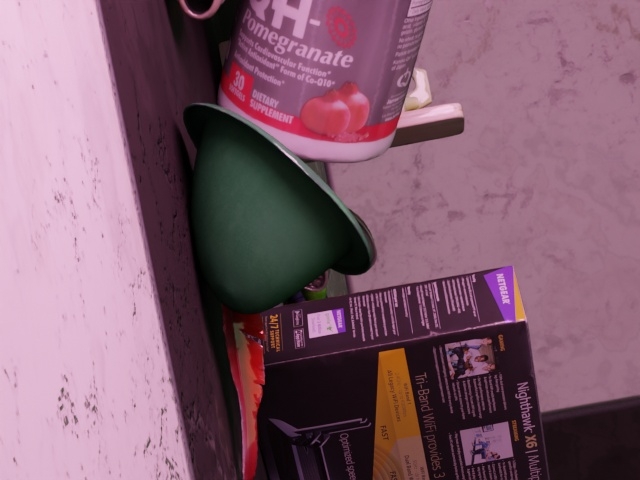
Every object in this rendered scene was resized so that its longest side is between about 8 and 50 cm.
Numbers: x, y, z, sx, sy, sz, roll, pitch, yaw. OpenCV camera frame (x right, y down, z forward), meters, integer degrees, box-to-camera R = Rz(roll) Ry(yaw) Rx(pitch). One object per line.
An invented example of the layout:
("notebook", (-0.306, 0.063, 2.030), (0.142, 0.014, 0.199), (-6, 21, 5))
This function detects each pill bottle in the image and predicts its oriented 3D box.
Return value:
("pill bottle", (0.020, -0.246, 1.646), (0.176, 0.176, 0.319), (-95, -163, -62))

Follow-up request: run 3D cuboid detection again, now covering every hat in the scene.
("hat", (-0.078, 0.032, 1.312), (0.208, 0.183, 0.173), (38, -16, 13))

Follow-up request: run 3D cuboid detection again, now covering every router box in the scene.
("router box", (0.075, 0.183, 1.583), (0.081, 0.242, 0.309), (-96, 175, -54))

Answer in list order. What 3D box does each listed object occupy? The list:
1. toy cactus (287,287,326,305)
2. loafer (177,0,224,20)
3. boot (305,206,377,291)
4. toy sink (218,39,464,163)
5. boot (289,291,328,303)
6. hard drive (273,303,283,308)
("toy cactus", (0.017, 0.155, 2.021), (0.219, 0.112, 0.180), (55, -25, 6))
("loafer", (-0.101, -0.294, 1.375), (0.084, 0.096, 0.268), (-87, 170, -50))
("boot", (-0.001, 0.002, 1.984), (0.189, 0.076, 0.208), (41, 9, -18))
("toy sink", (0.024, -0.162, 1.871), (0.153, 0.234, 0.131), (35, 45, -84))
("boot", (0.006, 0.110, 2.188), (0.190, 0.069, 0.086), (71, 2, -74))
("hard drive", (-0.055, 0.041, 1.707), (0.135, 0.022, 0.094), (68, 12, -76))
